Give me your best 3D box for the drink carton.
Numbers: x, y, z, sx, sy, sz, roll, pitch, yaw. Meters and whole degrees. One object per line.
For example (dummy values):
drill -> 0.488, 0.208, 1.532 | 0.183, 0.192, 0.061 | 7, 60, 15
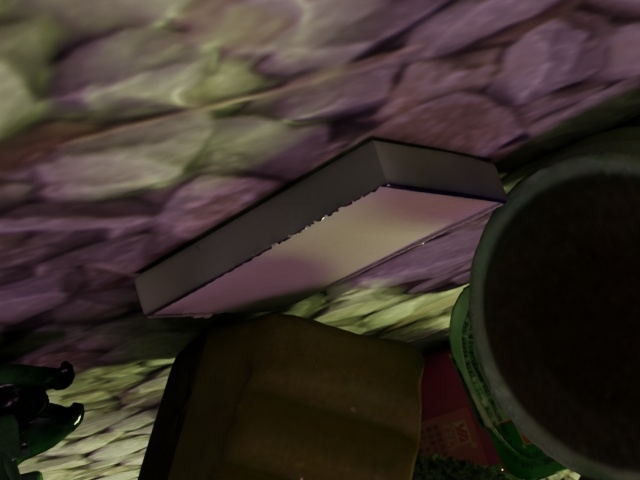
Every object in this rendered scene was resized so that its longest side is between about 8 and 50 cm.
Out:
drink carton -> 0.197, 0.072, 0.796 | 0.142, 0.144, 0.146 | -17, 169, -42

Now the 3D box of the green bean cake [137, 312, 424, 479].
green bean cake -> -0.042, 0.163, 0.631 | 0.124, 0.233, 0.236 | 17, 165, -10

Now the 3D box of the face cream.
face cream -> 0.074, 0.203, 1.020 | 0.194, 0.175, 0.175 | -19, 165, 0

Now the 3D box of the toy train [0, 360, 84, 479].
toy train -> -0.219, 0.155, 0.596 | 0.201, 0.145, 0.266 | -10, 163, -13

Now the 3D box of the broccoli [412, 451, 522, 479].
broccoli -> 0.047, 0.323, 0.788 | 0.397, 0.353, 0.275 | -14, -177, -24

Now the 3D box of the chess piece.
chess piece -> 0.221, 0.007, 0.601 | 0.175, 0.176, 0.298 | -31, 172, 41

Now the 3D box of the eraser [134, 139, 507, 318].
eraser -> 0.000, 0.000, 0.516 | 0.150, 0.023, 0.103 | -28, 162, 34
